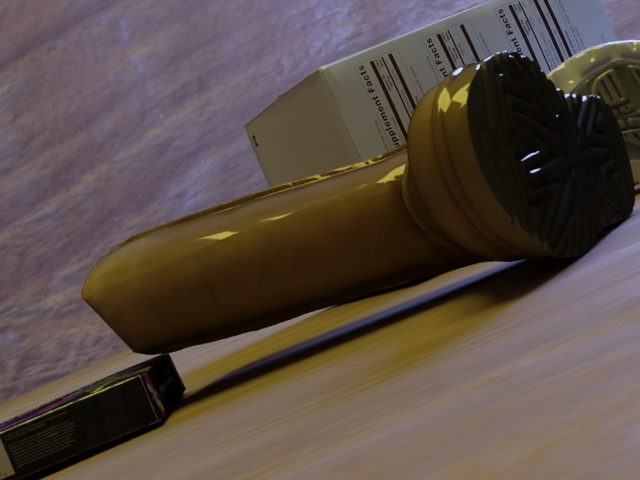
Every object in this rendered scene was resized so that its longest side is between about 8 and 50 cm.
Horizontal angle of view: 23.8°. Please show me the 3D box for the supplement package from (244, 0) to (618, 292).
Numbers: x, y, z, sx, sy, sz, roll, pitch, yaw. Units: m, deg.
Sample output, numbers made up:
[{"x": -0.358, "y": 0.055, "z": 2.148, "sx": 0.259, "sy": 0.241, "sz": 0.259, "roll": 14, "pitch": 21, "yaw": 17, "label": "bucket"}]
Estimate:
[{"x": 0.087, "y": -0.067, "z": 1.056, "sx": 0.203, "sy": 0.149, "sz": 0.194, "roll": -24, "pitch": 1, "yaw": -19, "label": "supplement package"}]

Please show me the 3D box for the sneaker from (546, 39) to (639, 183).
[{"x": 0.227, "y": -0.083, "z": 0.953, "sx": 0.232, "sy": 0.090, "sz": 0.115, "roll": -15, "pitch": -7, "yaw": -4, "label": "sneaker"}]

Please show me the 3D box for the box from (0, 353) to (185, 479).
[{"x": -0.134, "y": 0.097, "z": 0.799, "sx": 0.116, "sy": 0.029, "sz": 0.162, "roll": -23, "pitch": -1, "yaw": -1, "label": "box"}]

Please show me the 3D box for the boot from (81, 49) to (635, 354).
[{"x": 0.000, "y": 0.000, "z": 0.739, "sx": 0.269, "sy": 0.089, "sz": 0.236, "roll": -16, "pitch": -10, "yaw": 24, "label": "boot"}]
